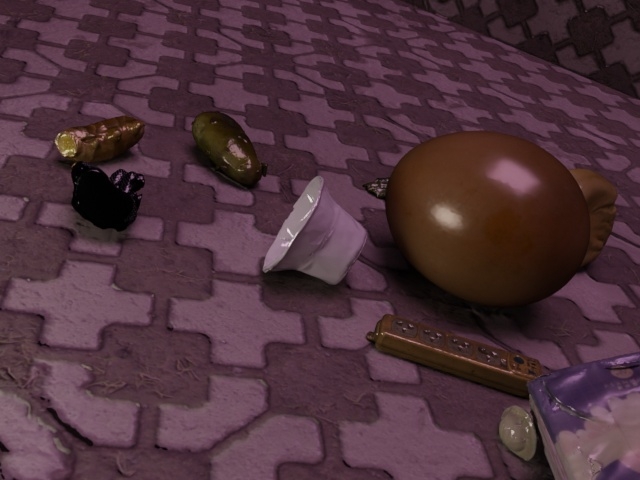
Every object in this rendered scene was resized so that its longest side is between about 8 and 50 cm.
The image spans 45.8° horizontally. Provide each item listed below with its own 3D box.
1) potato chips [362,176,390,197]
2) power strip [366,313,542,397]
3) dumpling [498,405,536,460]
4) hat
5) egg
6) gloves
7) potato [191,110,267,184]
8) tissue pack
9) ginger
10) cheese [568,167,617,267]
[{"bbox_3d":[0.196,-0.121,1.709,0.207,0.028,0.092,-8,39,-32],"label":"potato chips"},{"bbox_3d":[0.223,0.182,1.195,0.305,0.044,0.064,18,29,3],"label":"power strip"},{"bbox_3d":[0.280,0.265,1.067,0.043,0.059,0.077,23,32,-8],"label":"dumpling"},{"bbox_3d":[0.000,0.000,1.292,0.126,0.203,0.203,31,29,-9],"label":"hat"},{"bbox_3d":[0.289,-0.045,1.347,0.373,0.301,0.301,30,33,22],"label":"egg"},{"bbox_3d":[-0.377,-0.077,1.318,0.129,0.106,0.180,10,2,-12],"label":"gloves"},{"bbox_3d":[-0.194,-0.195,1.585,0.117,0.090,0.225,-4,41,-41],"label":"potato"},{"bbox_3d":[0.422,0.301,0.928,0.242,0.125,0.344,-11,38,2],"label":"tissue pack"},{"bbox_3d":[-0.418,-0.200,1.493,0.115,0.081,0.205,17,28,16],"label":"ginger"},{"bbox_3d":[0.509,-0.045,1.548,0.226,0.214,0.117,-14,37,-31],"label":"cheese"}]
